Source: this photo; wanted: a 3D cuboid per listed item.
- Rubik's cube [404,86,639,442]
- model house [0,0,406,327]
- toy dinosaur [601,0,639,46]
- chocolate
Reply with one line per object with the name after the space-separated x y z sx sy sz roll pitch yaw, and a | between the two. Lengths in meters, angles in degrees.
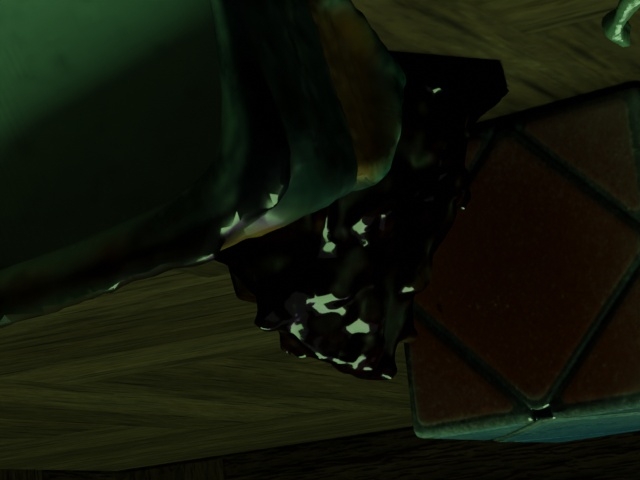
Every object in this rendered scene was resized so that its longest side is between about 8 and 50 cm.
0.188 0.027 1.290 0.205 0.207 0.205 -15 165 34 | Rubik's cube
-0.084 -0.071 0.803 0.253 0.184 0.291 -19 179 26 | model house
0.139 -0.142 0.839 0.187 0.044 0.106 17 144 -34 | toy dinosaur
0.000 0.000 1.126 0.224 0.177 0.206 3 166 -33 | chocolate
